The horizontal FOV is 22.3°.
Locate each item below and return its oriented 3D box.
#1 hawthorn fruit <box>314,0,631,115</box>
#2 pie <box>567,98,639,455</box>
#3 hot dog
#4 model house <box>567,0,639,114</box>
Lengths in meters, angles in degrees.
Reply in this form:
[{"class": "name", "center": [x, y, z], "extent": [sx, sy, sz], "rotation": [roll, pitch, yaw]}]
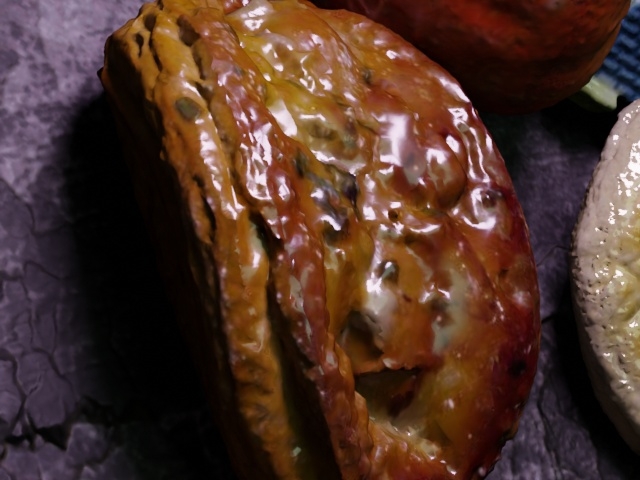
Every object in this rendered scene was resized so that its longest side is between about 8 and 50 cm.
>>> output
[{"class": "hawthorn fruit", "center": [0.116, -0.218, 1.198], "extent": [0.262, 0.258, 0.258], "rotation": [-6, 71, -26]}, {"class": "pie", "center": [0.322, 0.030, 1.254], "extent": [0.338, 0.075, 0.337], "rotation": [-1, 93, -26]}, {"class": "hot dog", "center": [0.000, 0.000, 1.045], "extent": [0.267, 0.174, 0.387], "rotation": [-9, 72, -40]}, {"class": "model house", "center": [0.284, -0.170, 1.352], "extent": [0.214, 0.195, 0.189], "rotation": [30, 75, -24]}]
